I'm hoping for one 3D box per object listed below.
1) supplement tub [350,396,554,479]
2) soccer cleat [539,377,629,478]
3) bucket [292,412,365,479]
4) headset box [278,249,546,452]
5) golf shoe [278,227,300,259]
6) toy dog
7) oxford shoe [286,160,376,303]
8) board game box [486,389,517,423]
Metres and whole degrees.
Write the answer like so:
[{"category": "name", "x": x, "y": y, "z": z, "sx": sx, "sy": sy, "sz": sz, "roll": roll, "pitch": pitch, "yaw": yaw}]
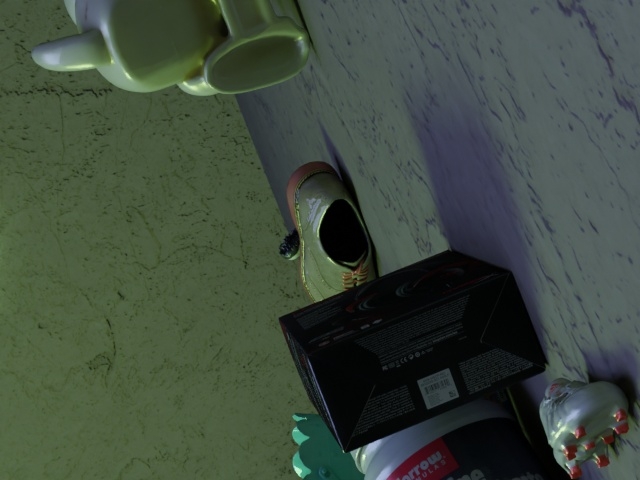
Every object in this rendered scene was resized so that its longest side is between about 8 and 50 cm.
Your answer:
[{"category": "supplement tub", "x": 0.165, "y": 0.297, "z": 1.439, "sx": 0.272, "sy": 0.191, "sz": 0.191, "roll": 58, "pitch": 171, "yaw": 32}, {"category": "soccer cleat", "x": 0.213, "y": 0.145, "z": 1.106, "sx": 0.196, "sy": 0.068, "sz": 0.076, "roll": 72, "pitch": 176, "yaw": -68}, {"category": "bucket", "x": 0.051, "y": 0.400, "z": 2.076, "sx": 0.281, "sy": 0.183, "sz": 0.281, "roll": 179, "pitch": 90, "yaw": -87}, {"category": "headset box", "x": 0.082, "y": 0.105, "z": 1.398, "sx": 0.293, "sy": 0.218, "sz": 0.110, "roll": -147, "pitch": 35, "yaw": -81}, {"category": "golf shoe", "x": 0.000, "y": 0.000, "z": 2.301, "sx": 0.094, "sy": 0.077, "sz": 0.198, "roll": 55, "pitch": -144, "yaw": -6}, {"category": "toy dog", "x": -0.251, "y": -0.350, "z": 1.972, "sx": 0.285, "sy": 0.395, "sz": 0.408, "roll": 60, "pitch": 170, "yaw": -28}, {"category": "oxford shoe", "x": 0.033, "y": 0.043, "z": 2.186, "sx": 0.130, "sy": 0.123, "sz": 0.348, "roll": 50, "pitch": 164, "yaw": 55}, {"category": "board game box", "x": 0.197, "y": 0.199, "z": 1.646, "sx": 0.201, "sy": 0.035, "sz": 0.136, "roll": -141, "pitch": 28, "yaw": -78}]
